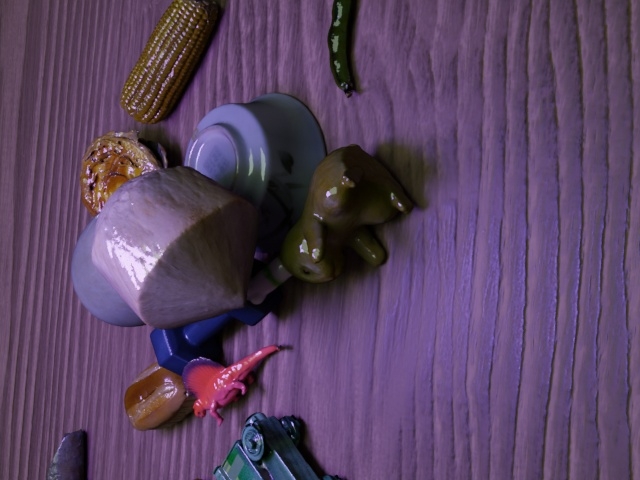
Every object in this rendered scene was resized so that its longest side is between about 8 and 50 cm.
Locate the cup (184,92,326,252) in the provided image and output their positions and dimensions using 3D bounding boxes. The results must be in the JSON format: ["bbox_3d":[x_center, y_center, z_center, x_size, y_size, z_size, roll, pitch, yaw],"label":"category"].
[{"bbox_3d":[-0.166,-0.146,1.687,0.347,0.163,0.346,-1,89,43],"label":"cup"}]

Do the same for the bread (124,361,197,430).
[{"bbox_3d":[-0.370,0.360,1.895,0.236,0.106,0.139,-38,62,35],"label":"bread"}]

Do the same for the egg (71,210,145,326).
[{"bbox_3d":[-0.401,0.039,1.819,0.336,0.278,0.278,-40,63,33],"label":"egg"}]

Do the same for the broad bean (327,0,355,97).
[{"bbox_3d":[0.044,-0.387,1.584,0.069,0.039,0.226,-10,82,49],"label":"broad bean"}]

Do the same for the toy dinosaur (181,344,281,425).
[{"bbox_3d":[-0.210,0.279,1.729,0.139,0.070,0.286,37,116,-2],"label":"toy dinosaur"}]

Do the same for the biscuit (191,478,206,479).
[{"bbox_3d":[-0.275,0.654,1.823,0.221,0.066,0.220,2,93,42],"label":"biscuit"}]

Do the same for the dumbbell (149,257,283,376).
[{"bbox_3d":[-0.228,0.166,1.744,0.325,0.160,0.144,-42,31,32],"label":"dumbbell"}]

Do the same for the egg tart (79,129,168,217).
[{"bbox_3d":[-0.463,-0.143,2.000,0.297,0.132,0.296,9,106,33],"label":"egg tart"}]

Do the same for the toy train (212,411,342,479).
[{"bbox_3d":[-0.077,0.493,1.609,0.301,0.120,0.202,46,122,34],"label":"toy train"}]

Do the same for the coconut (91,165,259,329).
[{"bbox_3d":[-0.252,0.023,1.493,0.329,0.329,0.328,-2,87,43],"label":"coconut"}]

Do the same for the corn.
[{"bbox_3d":[-0.357,-0.429,1.902,0.131,0.131,0.344,52,121,31],"label":"corn"}]

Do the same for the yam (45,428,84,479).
[{"bbox_3d":[-0.686,0.644,2.178,0.106,0.106,0.259,-7,85,43],"label":"yam"}]

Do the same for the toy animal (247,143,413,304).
[{"bbox_3d":[0.012,0.004,1.511,0.180,0.181,0.362,47,118,43],"label":"toy animal"}]
